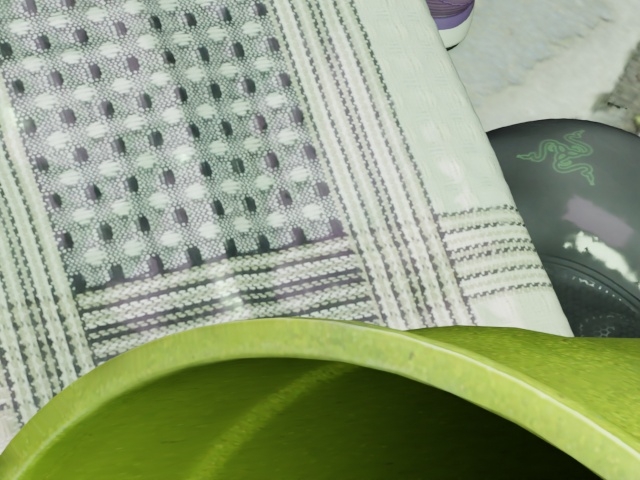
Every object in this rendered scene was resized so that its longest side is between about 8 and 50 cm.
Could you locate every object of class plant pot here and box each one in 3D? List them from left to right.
[{"bbox_3d":[0.129,0.180,0.549,0.353,0.366,0.366,-9,52,-45],"label":"plant pot"}]

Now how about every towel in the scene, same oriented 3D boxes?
[{"bbox_3d":[-0.048,0.013,0.750,0.312,0.056,0.324,-8,70,-31],"label":"towel"}]

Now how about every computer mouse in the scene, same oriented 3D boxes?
[{"bbox_3d":[0.182,0.012,0.889,0.272,0.072,0.188,25,45,-8],"label":"computer mouse"}]

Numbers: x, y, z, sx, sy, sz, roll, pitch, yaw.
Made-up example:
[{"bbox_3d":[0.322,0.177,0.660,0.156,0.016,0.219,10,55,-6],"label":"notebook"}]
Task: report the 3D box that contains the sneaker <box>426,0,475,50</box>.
[{"bbox_3d":[0.071,-0.241,1.064,0.107,0.124,0.283,12,44,-15],"label":"sneaker"}]
